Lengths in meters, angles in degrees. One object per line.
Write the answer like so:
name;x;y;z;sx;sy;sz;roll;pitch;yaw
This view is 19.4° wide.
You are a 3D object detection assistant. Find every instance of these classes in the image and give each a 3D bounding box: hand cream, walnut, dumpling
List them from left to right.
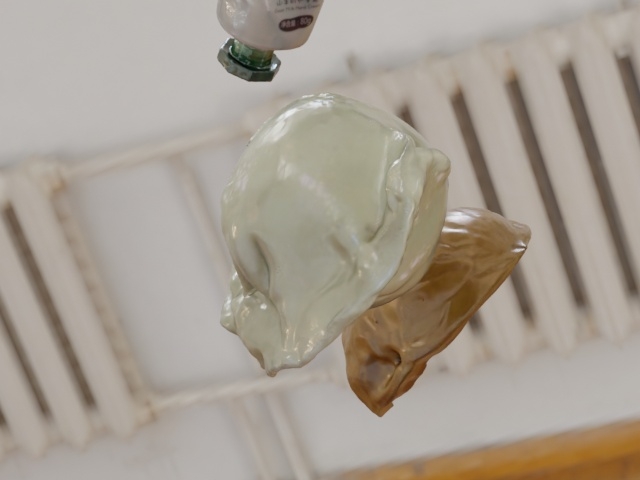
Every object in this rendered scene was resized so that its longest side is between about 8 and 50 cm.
hand cream;-0.005;-0.269;1.423;0.121;0.336;0.076;-12;48;-41
dumpling;0.000;0.000;1.245;0.193;0.147;0.258;-64;20;-15
walnut;0.077;0.039;1.471;0.167;0.087;0.211;-49;-2;-46
